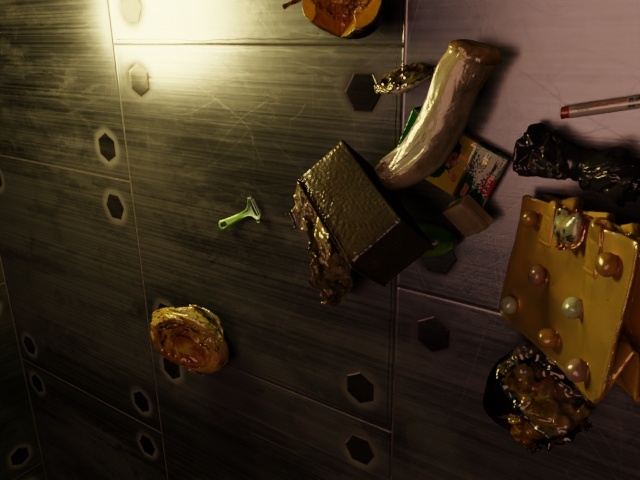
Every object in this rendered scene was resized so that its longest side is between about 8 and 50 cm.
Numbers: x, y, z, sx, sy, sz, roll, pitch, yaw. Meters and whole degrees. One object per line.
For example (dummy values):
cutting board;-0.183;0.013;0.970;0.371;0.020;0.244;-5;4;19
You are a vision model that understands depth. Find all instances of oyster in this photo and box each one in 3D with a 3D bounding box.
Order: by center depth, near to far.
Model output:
oyster;0.180;-0.340;1.257;0.177;0.105;0.056;2;119;62
oyster;0.002;0.000;1.499;0.133;0.198;0.337;-18;84;-4

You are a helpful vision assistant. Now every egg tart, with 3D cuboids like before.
egg tart;-0.406;0.304;1.926;0.297;0.132;0.297;13;125;20

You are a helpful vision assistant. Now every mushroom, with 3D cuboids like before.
mushroom;0.234;-0.243;1.208;0.122;0.095;0.351;29;118;-4

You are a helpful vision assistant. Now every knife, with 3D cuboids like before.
knife;-0.232;-0.065;1.713;0.166;0.022;0.078;-24;85;38

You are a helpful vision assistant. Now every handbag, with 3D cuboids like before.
handbag;0.442;0.075;1.044;0.133;0.401;0.283;4;106;-6

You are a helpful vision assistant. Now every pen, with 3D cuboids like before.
pen;0.542;-0.244;1.066;0.218;0.026;0.026;-2;105;37

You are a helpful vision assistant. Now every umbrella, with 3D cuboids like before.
umbrella;0.490;-0.135;1.087;0.272;0.122;0.110;25;98;37

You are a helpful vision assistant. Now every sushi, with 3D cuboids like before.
sushi;0.457;0.334;1.250;0.213;0.204;0.200;-31;57;4

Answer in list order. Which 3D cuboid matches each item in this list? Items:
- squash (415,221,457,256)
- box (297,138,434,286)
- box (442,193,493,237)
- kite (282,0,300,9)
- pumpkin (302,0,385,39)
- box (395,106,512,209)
squash;0.176;-0.011;1.391;0.292;0.082;0.082;12;113;33
box;0.094;-0.059;1.294;0.143;0.184;0.273;-41;55;15
box;0.314;-0.050;1.270;0.083;0.035;0.079;45;159;-5
kite;0.032;-0.652;1.303;0.360;0.022;0.204;-17;96;36
pumpkin;0.063;-0.490;1.279;0.183;0.107;0.119;23;89;26
box;0.276;-0.176;1.285;0.235;0.034;0.132;35;123;22
